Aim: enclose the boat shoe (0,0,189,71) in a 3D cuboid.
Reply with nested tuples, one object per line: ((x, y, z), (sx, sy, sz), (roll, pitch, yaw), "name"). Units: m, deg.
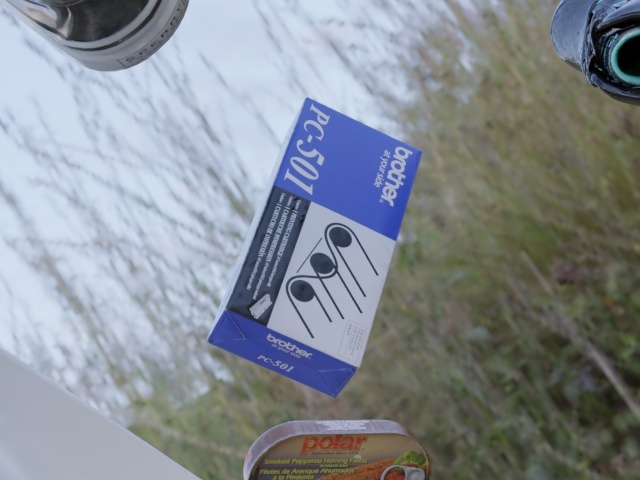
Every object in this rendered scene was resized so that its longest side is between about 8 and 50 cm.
((-0.199, -0.215, 0.757), (0.121, 0.335, 0.119), (-52, -23, -6), "boat shoe")

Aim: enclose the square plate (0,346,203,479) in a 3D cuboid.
((-0.123, 0.202, 0.632), (0.049, 0.347, 0.344), (-52, 6, 30), "square plate")

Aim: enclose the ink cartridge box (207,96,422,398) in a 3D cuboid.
((0.000, 0.000, 1.040), (0.046, 0.097, 0.207), (123, 169, -49), "ink cartridge box")

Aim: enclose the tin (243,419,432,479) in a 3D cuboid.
((0.017, 0.228, 1.484), (0.190, 0.040, 0.106), (2, -64, -17), "tin")

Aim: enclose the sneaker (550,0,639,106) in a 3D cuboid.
((0.223, -0.145, 1.039), (0.106, 0.101, 0.267), (-8, 13, -21), "sneaker")
